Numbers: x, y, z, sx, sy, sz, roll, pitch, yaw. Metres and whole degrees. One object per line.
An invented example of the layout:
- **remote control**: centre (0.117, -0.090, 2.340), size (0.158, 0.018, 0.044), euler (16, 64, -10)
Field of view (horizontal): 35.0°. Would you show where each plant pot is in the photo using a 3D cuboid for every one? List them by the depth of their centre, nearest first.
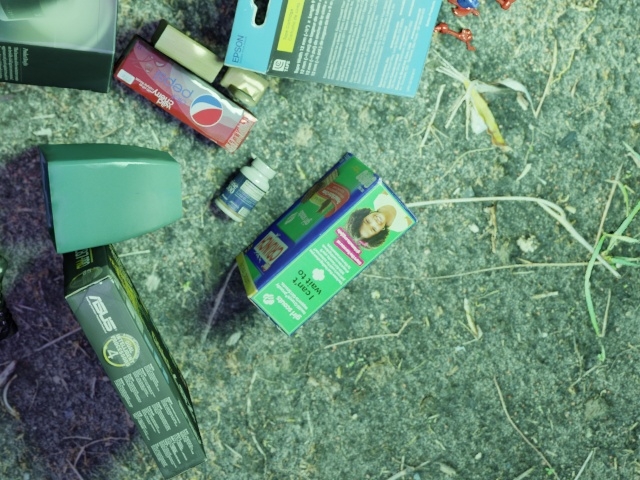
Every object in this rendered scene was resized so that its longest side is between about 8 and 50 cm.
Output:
- **plant pot**: centre (-0.378, -0.089, 1.845), size (0.234, 0.166, 0.165), euler (-7, 109, -19)

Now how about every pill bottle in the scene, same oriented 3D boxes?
- **pill bottle**: centre (-0.141, -0.099, 1.940), size (0.067, 0.067, 0.120), euler (38, 95, -21)

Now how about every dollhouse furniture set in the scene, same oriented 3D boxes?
- **dollhouse furniture set**: centre (-0.140, -0.456, 1.772), size (0.303, 0.174, 0.355), euler (31, 98, -20)

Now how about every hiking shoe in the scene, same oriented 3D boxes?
- **hiking shoe**: centre (-0.619, 0.132, 1.904), size (0.114, 0.086, 0.227), euler (18, 107, -34)

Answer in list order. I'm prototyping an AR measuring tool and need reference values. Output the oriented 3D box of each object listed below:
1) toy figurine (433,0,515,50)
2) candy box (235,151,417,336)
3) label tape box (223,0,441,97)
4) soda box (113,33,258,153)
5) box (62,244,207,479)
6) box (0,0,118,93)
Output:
- **toy figurine**: centre (0.348, -0.514, 1.845), size (0.191, 0.217, 0.362), euler (36, 97, -21)
- **candy box**: centre (0.000, 0.000, 1.897), size (0.317, 0.268, 0.122), euler (-44, 108, 3)
- **label tape box**: centre (0.022, -0.399, 1.733), size (0.348, 0.115, 0.249), euler (7, 117, -16)
- **soda box**: centre (-0.246, -0.266, 1.849), size (0.263, 0.092, 0.083), euler (33, 96, -20)
- **box**: centre (-0.344, 0.196, 1.852), size (0.097, 0.318, 0.395), euler (-25, 110, -4)
- **box**: centre (-0.475, -0.417, 1.642), size (0.294, 0.183, 0.296), euler (3, 75, -16)
